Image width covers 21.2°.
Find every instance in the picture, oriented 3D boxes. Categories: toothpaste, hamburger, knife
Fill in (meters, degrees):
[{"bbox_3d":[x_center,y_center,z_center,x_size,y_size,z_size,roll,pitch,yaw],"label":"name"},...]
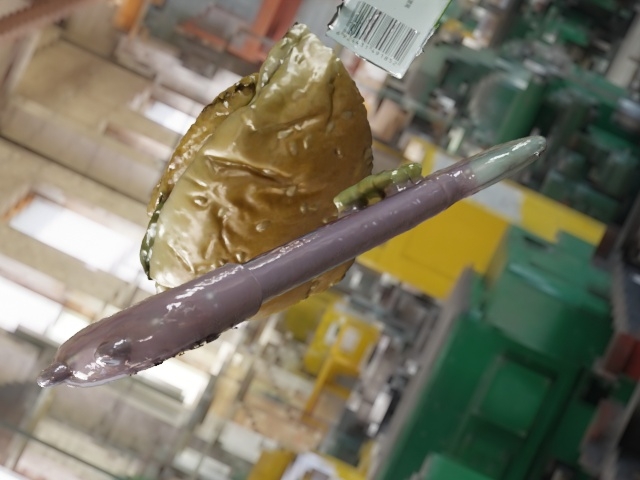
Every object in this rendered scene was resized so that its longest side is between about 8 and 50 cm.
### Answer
[{"bbox_3d":[0.104,-0.244,1.038,0.336,0.067,0.081,-57,5,43],"label":"toothpaste"},{"bbox_3d":[-0.038,-0.038,1.225,0.155,0.135,0.208,-32,-17,-37],"label":"hamburger"},{"bbox_3d":[0.000,-0.001,0.911,0.132,0.038,0.398,-26,1,34],"label":"knife"}]
